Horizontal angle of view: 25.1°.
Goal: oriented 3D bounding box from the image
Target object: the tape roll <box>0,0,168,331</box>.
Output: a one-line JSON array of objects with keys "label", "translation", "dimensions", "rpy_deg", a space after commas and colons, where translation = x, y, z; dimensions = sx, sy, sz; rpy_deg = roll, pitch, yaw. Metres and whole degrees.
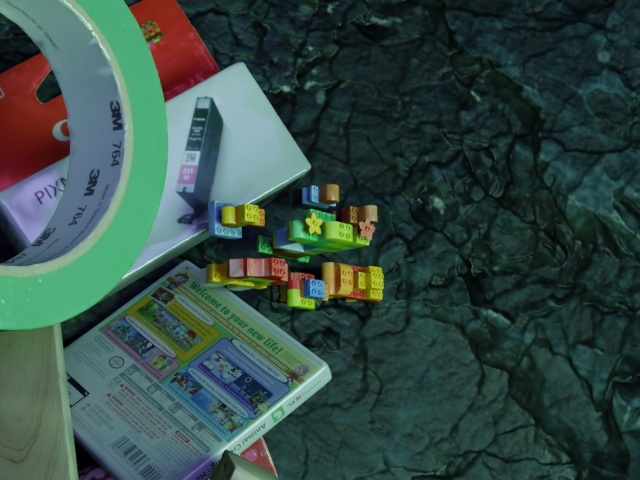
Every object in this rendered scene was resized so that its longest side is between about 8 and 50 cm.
[{"label": "tape roll", "translation": [-0.261, -0.089, 1.123], "dimensions": [0.321, 0.077, 0.321], "rpy_deg": [5, 83, -48]}]

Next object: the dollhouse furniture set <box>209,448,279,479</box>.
[{"label": "dollhouse furniture set", "translation": [0.003, 0.370, 1.091], "dimensions": [0.303, 0.198, 0.286], "rpy_deg": [27, 94, -12]}]

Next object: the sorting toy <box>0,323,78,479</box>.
[{"label": "sorting toy", "translation": [-0.318, 0.185, 1.160], "dimensions": [0.255, 0.089, 0.257], "rpy_deg": [-16, 46, -1]}]

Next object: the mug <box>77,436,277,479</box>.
[{"label": "mug", "translation": [-0.126, 0.216, 1.228], "dimensions": [0.169, 0.150, 0.113], "rpy_deg": [-21, 93, -15]}]

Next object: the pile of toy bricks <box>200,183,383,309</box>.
[{"label": "pile of toy bricks", "translation": [0.000, 0.000, 1.303], "dimensions": [0.212, 0.105, 0.118], "rpy_deg": [9, 75, -42]}]

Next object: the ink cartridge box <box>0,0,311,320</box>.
[{"label": "ink cartridge box", "translation": [-0.185, -0.095, 1.346], "dimensions": [0.275, 0.060, 0.239], "rpy_deg": [-32, 86, -21]}]

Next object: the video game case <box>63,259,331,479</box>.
[{"label": "video game case", "translation": [-0.128, 0.121, 1.249], "dimensions": [0.193, 0.023, 0.212], "rpy_deg": [-37, 45, -21]}]
